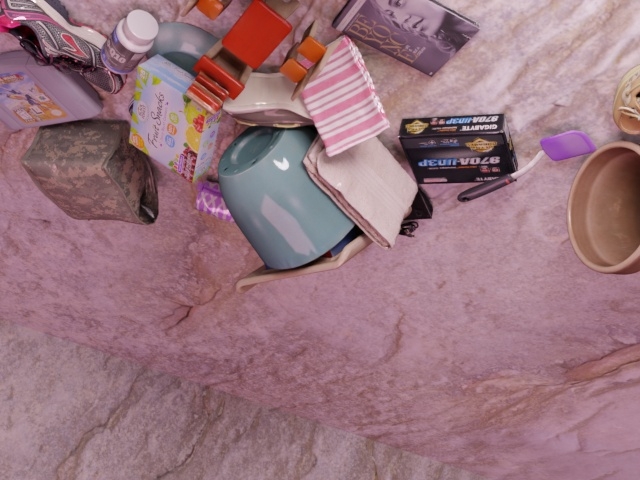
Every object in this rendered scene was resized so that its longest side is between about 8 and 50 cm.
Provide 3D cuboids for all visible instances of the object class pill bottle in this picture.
[{"bbox_3d":[-0.377,-0.394,1.736,0.078,0.078,0.137,27,148,-23],"label":"pill bottle"}]

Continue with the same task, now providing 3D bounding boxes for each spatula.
[{"bbox_3d":[0.410,-0.146,1.790,0.296,0.030,0.084,-28,136,23],"label":"spatula"}]

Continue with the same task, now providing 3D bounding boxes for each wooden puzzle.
[{"bbox_3d":[0.000,0.000,2.033,0.348,0.322,0.080,-18,101,39],"label":"wooden puzzle"}]

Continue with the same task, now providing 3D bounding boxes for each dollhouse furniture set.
[{"bbox_3d":[-0.140,-0.348,1.601,0.262,0.135,0.259,36,146,-13],"label":"dollhouse furniture set"}]

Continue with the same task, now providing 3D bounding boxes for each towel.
[{"bbox_3d":[0.034,-0.273,1.667,0.144,0.197,0.029,-25,177,28],"label":"towel"},{"bbox_3d":[0.092,-0.135,1.833,0.049,0.187,0.282,-15,129,47],"label":"towel"}]

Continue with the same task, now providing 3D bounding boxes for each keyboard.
[{"bbox_3d":[0.121,-0.070,2.139,0.317,0.033,0.201,-1,144,26],"label":"keyboard"}]

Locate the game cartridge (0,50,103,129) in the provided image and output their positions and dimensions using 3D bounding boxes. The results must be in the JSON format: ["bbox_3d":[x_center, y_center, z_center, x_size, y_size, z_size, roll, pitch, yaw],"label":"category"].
[{"bbox_3d":[-0.663,-0.340,1.982,0.297,0.062,0.198,-4,151,29],"label":"game cartridge"}]

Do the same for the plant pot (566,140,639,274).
[{"bbox_3d":[0.663,-0.058,1.750,0.229,0.263,0.263,5,156,-23],"label":"plant pot"}]

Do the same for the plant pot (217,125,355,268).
[{"bbox_3d":[-0.082,-0.124,1.891,0.293,0.293,0.235,-13,130,39],"label":"plant pot"}]

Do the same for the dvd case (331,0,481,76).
[{"bbox_3d":[0.152,-0.388,1.581,0.221,0.018,0.164,23,150,-16],"label":"dvd case"}]

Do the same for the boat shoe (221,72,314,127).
[{"bbox_3d":[-0.054,-0.282,1.771,0.305,0.109,0.091,3,165,10],"label":"boat shoe"}]

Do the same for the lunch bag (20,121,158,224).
[{"bbox_3d":[-0.544,-0.149,2.145,0.235,0.169,0.287,4,145,17],"label":"lunch bag"}]

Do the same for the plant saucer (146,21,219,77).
[{"bbox_3d":[-0.275,-0.363,1.789,0.195,0.037,0.195,11,150,6],"label":"plant saucer"}]

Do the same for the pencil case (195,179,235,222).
[{"bbox_3d":[-0.209,-0.088,2.189,0.206,0.086,0.088,15,164,-2],"label":"pencil case"}]

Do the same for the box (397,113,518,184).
[{"bbox_3d":[0.291,-0.188,1.835,0.220,0.051,0.175,0,148,22],"label":"box"}]

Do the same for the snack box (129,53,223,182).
[{"bbox_3d":[-0.297,-0.247,1.789,0.174,0.070,0.207,33,135,12],"label":"snack box"}]

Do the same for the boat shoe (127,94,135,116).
[{"bbox_3d":[-0.363,-0.281,1.920,0.183,0.083,0.065,-9,144,35],"label":"boat shoe"}]

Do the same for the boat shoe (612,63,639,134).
[{"bbox_3d":[0.594,-0.264,1.533,0.105,0.089,0.285,14,151,-1],"label":"boat shoe"}]

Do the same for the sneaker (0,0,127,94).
[{"bbox_3d":[-0.526,-0.389,1.776,0.121,0.112,0.299,-14,141,41],"label":"sneaker"}]
